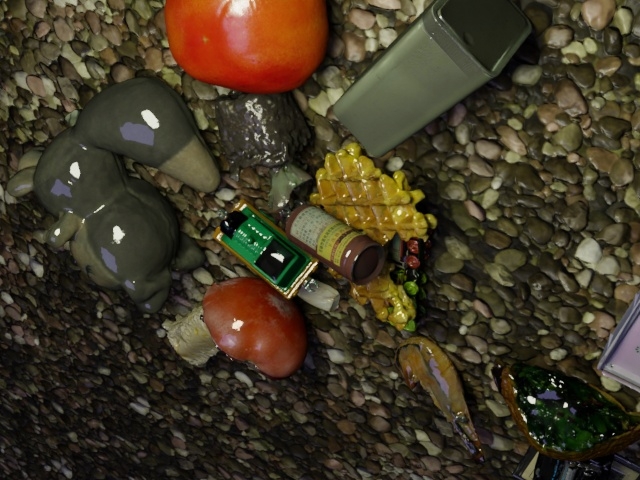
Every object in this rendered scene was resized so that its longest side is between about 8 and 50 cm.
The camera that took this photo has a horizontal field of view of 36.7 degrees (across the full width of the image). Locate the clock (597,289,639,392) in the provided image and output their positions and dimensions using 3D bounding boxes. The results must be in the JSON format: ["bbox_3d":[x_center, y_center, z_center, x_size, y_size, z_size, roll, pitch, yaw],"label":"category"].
[{"bbox_3d":[0.523,0.151,1.462,0.145,0.073,0.193,27,135,11],"label":"clock"}]

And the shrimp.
[{"bbox_3d":[0.228,0.289,1.774,0.117,0.066,0.262,-13,103,55],"label":"shrimp"}]

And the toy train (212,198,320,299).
[{"bbox_3d":[-0.097,0.013,1.673,0.228,0.136,0.091,39,92,11],"label":"toy train"}]

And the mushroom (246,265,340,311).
[{"bbox_3d":[-0.050,0.069,1.776,0.202,0.054,0.059,36,135,-5],"label":"mushroom"}]

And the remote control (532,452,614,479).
[{"bbox_3d":[0.449,0.502,1.792,0.145,0.062,0.398,18,134,19],"label":"remote control"}]

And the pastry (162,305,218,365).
[{"bbox_3d":[-0.215,0.175,1.947,0.121,0.089,0.258,39,141,-20],"label":"pastry"}]

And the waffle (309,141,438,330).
[{"bbox_3d":[0.080,-0.017,1.570,0.260,0.069,0.293,43,142,28],"label":"waffle"}]

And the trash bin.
[{"bbox_3d":[0.144,-0.236,1.318,0.122,0.164,0.240,45,136,-8],"label":"trash bin"}]

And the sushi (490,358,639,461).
[{"bbox_3d":[0.412,0.292,1.594,0.287,0.149,0.140,20,130,25],"label":"sushi"}]

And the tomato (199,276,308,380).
[{"bbox_3d":[-0.099,0.139,1.778,0.228,0.199,0.112,30,125,-29],"label":"tomato"}]

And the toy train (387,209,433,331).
[{"bbox_3d":[0.145,0.049,1.633,0.085,0.053,0.249,21,134,24],"label":"toy train"}]

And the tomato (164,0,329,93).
[{"bbox_3d":[-0.115,-0.325,1.400,0.260,0.180,0.259,17,130,22],"label":"tomato"}]

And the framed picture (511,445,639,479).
[{"bbox_3d":[0.470,0.430,1.772,0.195,0.010,0.199,27,135,11],"label":"framed picture"}]

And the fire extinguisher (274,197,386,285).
[{"bbox_3d":[-0.006,0.001,1.569,0.252,0.075,0.106,31,137,40],"label":"fire extinguisher"}]

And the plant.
[{"bbox_3d":[-0.085,-0.156,1.557,0.131,0.142,0.203,-14,106,30],"label":"plant"}]

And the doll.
[{"bbox_3d":[-0.334,-0.062,1.714,0.382,0.252,0.379,45,136,-17],"label":"doll"}]
